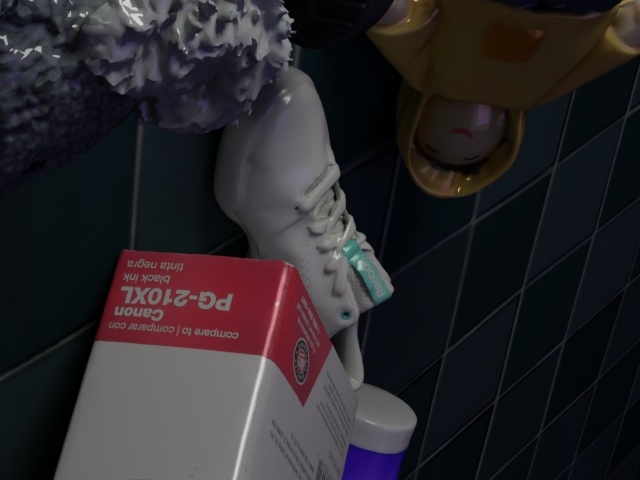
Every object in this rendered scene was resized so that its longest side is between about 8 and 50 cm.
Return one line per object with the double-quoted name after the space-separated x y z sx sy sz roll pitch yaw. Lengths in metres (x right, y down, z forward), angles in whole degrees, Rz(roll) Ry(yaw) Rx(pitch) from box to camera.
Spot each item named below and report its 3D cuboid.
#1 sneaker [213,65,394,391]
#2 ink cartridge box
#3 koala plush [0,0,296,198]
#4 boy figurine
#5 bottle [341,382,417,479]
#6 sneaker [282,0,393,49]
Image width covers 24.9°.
0.000 0.000 0.802 0.080 0.094 0.212 -41 146 -32 "sneaker"
-0.063 0.150 0.737 0.172 0.100 0.237 67 32 -57 "ink cartridge box"
-0.124 -0.073 0.427 0.221 0.196 0.203 -2 107 -55 "koala plush"
0.099 -0.118 0.809 0.285 0.177 0.092 124 -32 -59 "boy figurine"
-0.013 0.234 1.002 0.118 0.092 0.283 -8 122 -58 "bottle"
0.048 -0.239 0.640 0.131 0.112 0.319 -22 135 -47 "sneaker"
